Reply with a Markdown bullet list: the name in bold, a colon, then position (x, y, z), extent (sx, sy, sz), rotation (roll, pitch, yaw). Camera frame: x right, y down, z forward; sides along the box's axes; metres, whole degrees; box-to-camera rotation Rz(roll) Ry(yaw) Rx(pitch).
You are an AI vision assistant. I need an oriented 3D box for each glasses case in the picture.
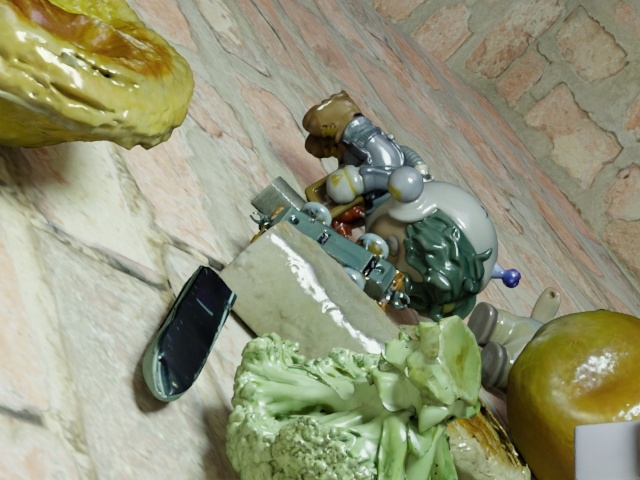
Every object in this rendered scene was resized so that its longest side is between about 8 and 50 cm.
- **glasses case**: position (0.000, 0.000, 1.992), extent (0.205, 0.047, 0.071), rotation (44, 15, 1)

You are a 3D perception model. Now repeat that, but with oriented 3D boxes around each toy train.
- **toy train**: position (-0.136, 0.098, 1.414), extent (0.055, 0.048, 0.252), rotation (47, 21, -10)
- **toy train**: position (0.003, 0.039, 1.777), extent (0.219, 0.127, 0.089), rotation (30, 44, 6)

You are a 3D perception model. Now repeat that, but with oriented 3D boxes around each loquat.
- **loquat**: position (0.387, 0.241, 1.992), extent (0.283, 0.276, 0.276), rotation (28, 7, 28)

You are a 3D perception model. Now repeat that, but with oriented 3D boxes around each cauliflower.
- **cauliflower**: position (0.058, 0.170, 1.342), extent (0.272, 0.250, 0.275), rotation (32, 25, -32)

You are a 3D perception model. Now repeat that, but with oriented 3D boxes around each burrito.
- **burrito**: position (0.026, 0.107, 1.646), extent (0.299, 0.105, 0.143), rotation (44, 37, 1)

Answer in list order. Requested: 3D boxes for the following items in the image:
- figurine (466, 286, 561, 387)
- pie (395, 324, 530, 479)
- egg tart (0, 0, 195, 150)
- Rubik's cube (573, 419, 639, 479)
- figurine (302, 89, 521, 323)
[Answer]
- **figurine**: position (0.388, 0.201, 2.225), extent (0.380, 0.203, 0.248), rotation (21, 18, -30)
- **pie**: position (0.167, 0.216, 1.854), extent (0.274, 0.055, 0.274), rotation (46, 14, -15)
- **egg tart**: position (-0.334, -0.221, 1.480), extent (0.443, 0.178, 0.443), rotation (38, 18, -15)
- **Rubik's cube**: position (0.409, 0.367, 1.561), extent (0.387, 0.368, 0.358), rotation (39, 34, -23)
- **figurine**: position (0.105, -0.041, 2.071), extent (0.382, 0.186, 0.261), rotation (48, -6, 25)
